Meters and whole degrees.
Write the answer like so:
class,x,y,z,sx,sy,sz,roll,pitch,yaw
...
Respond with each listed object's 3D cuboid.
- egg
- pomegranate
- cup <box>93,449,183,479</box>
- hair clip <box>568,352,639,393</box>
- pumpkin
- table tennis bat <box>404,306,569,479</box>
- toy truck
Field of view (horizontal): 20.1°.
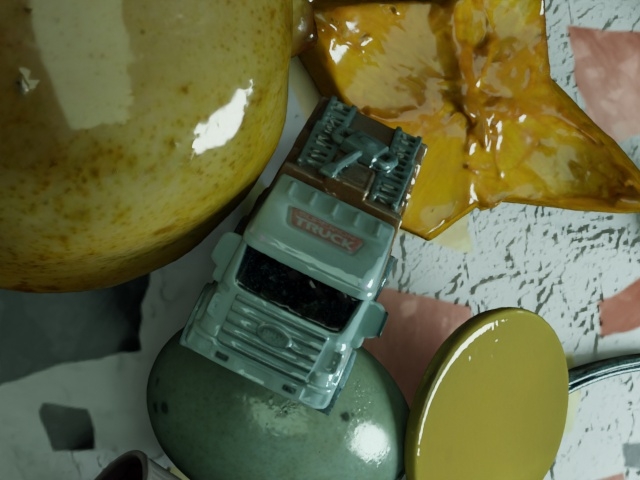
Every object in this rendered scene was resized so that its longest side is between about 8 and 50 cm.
class,x,y,z,sx,sy,sz,roll,pitch,yaw
egg,-0.032,0.146,1.509,0.236,0.169,0.169,27,84,-20
pomegranate,-0.181,-0.163,1.327,0.416,0.416,0.417,0,92,-16
cup,-0.096,0.335,1.442,0.273,0.288,0.208,35,96,-17
hair clip,0.229,0.141,1.653,0.229,0.039,0.070,-24,100,-15
pumpkin,0.130,-0.116,1.585,0.258,0.095,0.290,-22,98,-4
table tennis bat,0.154,0.207,1.570,0.198,0.050,0.321,-31,124,-35
toy truck,0.000,0.000,1.424,0.136,0.305,0.162,25,113,0
